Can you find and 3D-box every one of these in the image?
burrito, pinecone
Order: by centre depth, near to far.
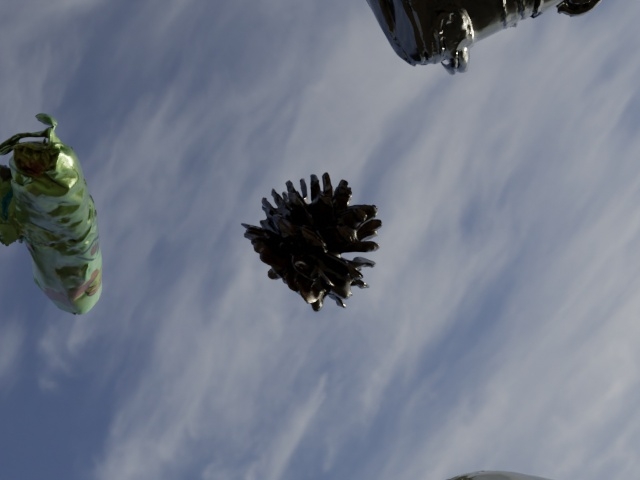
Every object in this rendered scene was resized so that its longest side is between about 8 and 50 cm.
[{"bbox_3d":[-0.247,-0.015,0.839,0.104,0.054,0.288,15,-29,-2],"label":"burrito"},{"bbox_3d":[-0.002,-0.001,0.930,0.120,0.140,0.140,-49,-59,0],"label":"pinecone"}]

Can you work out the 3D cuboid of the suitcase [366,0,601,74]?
[{"bbox_3d":[0.063,-0.347,0.776,0.188,0.345,0.339,-25,-48,5],"label":"suitcase"}]

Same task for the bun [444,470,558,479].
[{"bbox_3d":[0.065,0.179,0.331,0.128,0.193,0.178,40,-83,-12],"label":"bun"}]
